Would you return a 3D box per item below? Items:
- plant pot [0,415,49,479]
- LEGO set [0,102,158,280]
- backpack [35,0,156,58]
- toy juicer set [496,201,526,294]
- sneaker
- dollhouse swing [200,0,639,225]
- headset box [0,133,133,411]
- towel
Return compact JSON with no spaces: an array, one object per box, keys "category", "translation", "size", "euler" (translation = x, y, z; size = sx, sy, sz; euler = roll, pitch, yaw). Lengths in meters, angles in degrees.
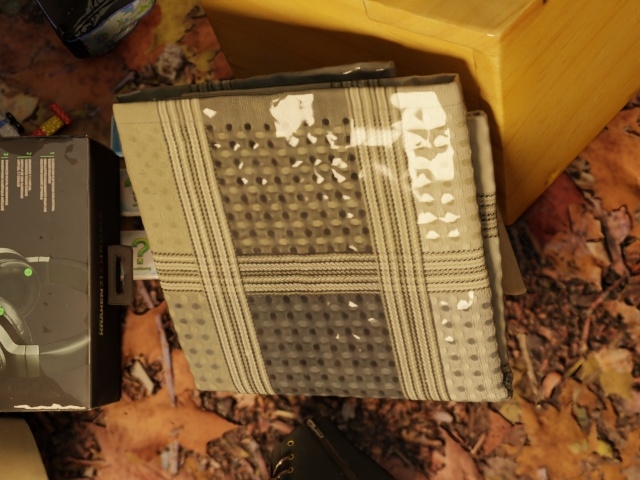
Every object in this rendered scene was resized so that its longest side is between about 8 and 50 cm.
[{"category":"plant pot","translation":[-0.370,0.253,1.092],"size":[0.274,0.256,0.256],"euler":[-18,73,-19]},{"category":"LEGO set","translation":[-0.258,-0.052,1.252],"size":[0.244,0.060,0.182],"euler":[-1,70,3]},{"category":"backpack","translation":[-0.225,-0.251,1.290],"size":[0.114,0.084,0.105],"euler":[-35,76,-2]},{"category":"toy juicer set","translation":[0.039,-0.056,1.162],"size":[0.329,0.209,0.089],"euler":[7,51,4]},{"category":"sneaker","translation":[-0.033,0.245,1.115],"size":[0.118,0.083,0.222],"euler":[44,43,21]},{"category":"dollhouse swing","translation":[0.107,-0.225,1.140],"size":[0.305,0.347,0.315],"euler":[40,80,23]},{"category":"headset box","translation":[-0.315,0.033,1.168],"size":[0.283,0.131,0.246],"euler":[-2,86,3]},{"category":"towel","translation":[0.000,0.000,1.098],"size":[0.312,0.324,0.056],"euler":[0,32,19]}]
